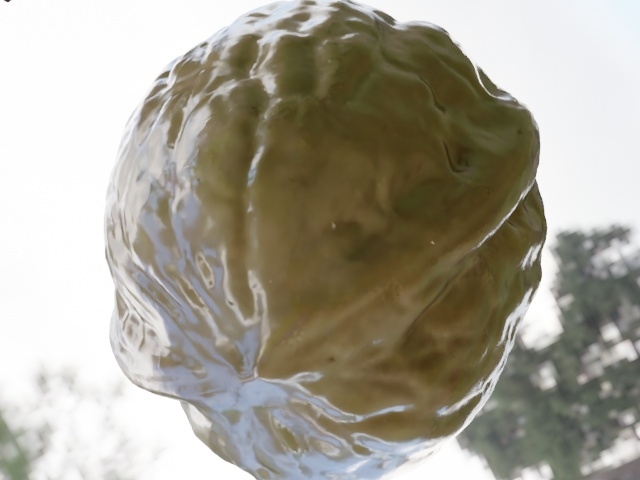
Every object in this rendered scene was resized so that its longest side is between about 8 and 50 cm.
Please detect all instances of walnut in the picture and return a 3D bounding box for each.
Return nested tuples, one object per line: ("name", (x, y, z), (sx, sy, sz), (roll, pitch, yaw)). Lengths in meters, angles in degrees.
("walnut", (0.000, 0.000, 0.924), (0.225, 0.225, 0.261), (53, -153, -13))

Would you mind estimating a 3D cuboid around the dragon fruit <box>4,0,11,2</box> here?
("dragon fruit", (-0.194, -0.281, 1.109), (0.262, 0.134, 0.211), (45, -163, 0))
